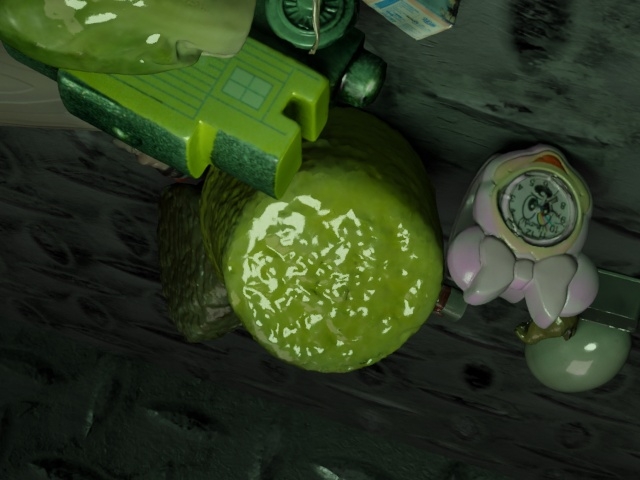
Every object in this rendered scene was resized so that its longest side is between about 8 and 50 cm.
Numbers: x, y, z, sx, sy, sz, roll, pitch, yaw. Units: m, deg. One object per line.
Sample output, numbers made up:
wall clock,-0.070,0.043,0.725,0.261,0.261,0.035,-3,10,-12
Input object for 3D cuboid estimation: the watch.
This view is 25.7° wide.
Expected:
watch,0.266,0.005,1.930,0.211,0.248,0.217,19,163,-9

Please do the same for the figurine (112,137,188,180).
figurine,-0.282,-0.181,2.183,0.245,0.110,0.138,30,168,-19

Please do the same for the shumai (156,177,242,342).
shumai,-0.106,0.010,2.334,0.289,0.291,0.330,-5,173,-24

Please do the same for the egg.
egg,0.440,0.182,2.385,0.151,0.151,0.209,30,152,-26

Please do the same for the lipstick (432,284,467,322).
lipstick,0.172,0.087,2.537,0.186,0.057,0.063,26,161,-9

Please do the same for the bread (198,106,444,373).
bread,0.000,0.000,1.933,0.348,0.348,0.308,23,-163,-9

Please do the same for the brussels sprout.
brussels sprout,-0.215,-0.313,1.413,0.355,0.289,0.281,26,139,-18

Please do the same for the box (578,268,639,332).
box,0.467,0.096,2.250,0.122,0.069,0.084,14,162,14

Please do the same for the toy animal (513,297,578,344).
toy animal,0.343,0.075,2.238,0.218,0.103,0.101,60,159,-3

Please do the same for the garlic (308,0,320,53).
garlic,0.029,-0.324,1.352,0.207,0.256,0.207,-16,-173,2

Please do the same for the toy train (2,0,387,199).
toy train,-0.155,-0.226,1.612,0.442,0.272,0.179,28,165,7

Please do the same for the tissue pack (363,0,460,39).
tissue pack,0.103,-0.278,1.598,0.094,0.058,0.074,31,156,-31

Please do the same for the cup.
cup,-0.359,-0.286,1.881,0.273,0.288,0.208,8,-166,28
